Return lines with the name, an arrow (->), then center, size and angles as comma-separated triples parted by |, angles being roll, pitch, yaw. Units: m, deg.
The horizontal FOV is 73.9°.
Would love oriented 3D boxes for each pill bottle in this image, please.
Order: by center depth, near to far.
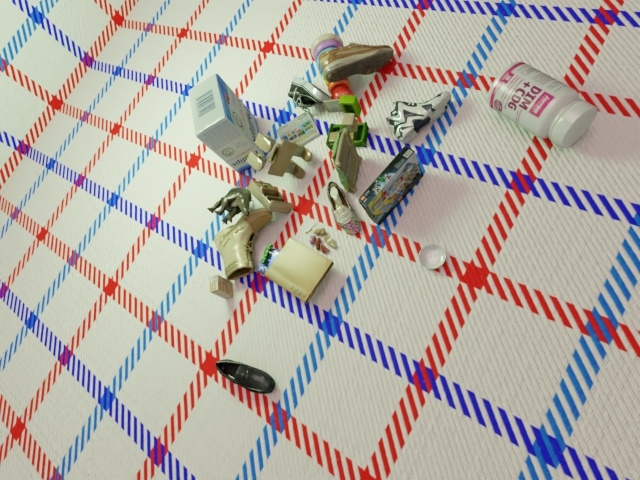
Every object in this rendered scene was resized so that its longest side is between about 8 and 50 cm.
pill bottle -> 0.674, -0.416, 1.305 | 0.160, 0.160, 0.283 | -42, 57, 3

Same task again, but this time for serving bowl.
serving bowl -> 0.349, 0.053, 1.323 | 0.084, 0.027, 0.083 | -9, 64, 20

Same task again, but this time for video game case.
video game case -> -0.094, -0.447, 1.755 | 0.157, 0.019, 0.143 | -30, 59, 9

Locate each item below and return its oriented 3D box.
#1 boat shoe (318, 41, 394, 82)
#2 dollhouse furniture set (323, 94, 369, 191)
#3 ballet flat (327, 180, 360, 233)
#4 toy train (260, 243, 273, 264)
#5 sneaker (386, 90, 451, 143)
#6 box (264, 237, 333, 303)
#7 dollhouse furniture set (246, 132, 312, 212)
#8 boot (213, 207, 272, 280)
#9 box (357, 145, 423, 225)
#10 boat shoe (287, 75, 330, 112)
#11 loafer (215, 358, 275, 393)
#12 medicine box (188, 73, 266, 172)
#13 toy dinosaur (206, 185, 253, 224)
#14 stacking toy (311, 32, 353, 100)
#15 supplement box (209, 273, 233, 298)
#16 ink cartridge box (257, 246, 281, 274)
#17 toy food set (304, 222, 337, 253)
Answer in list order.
boat shoe -> 0.139, -0.712, 1.639 | 0.325, 0.123, 0.116 | -22, 76, -24
dollhouse furniture set -> 0.057, -0.338, 1.531 | 0.152, 0.197, 0.301 | 3, 68, 24
ballet flat -> 0.070, -0.120, 1.497 | 0.077, 0.079, 0.221 | -29, 59, 10
toy train -> -0.194, 0.048, 1.526 | 0.024, 0.017, 0.083 | 10, 70, 39
sneaker -> 0.337, -0.475, 1.524 | 0.235, 0.094, 0.153 | -44, 65, 13
box -> -0.075, 0.097, 1.444 | 0.201, 0.021, 0.164 | 29, 79, 33
dollhouse furniture set -> -0.150, -0.248, 1.585 | 0.161, 0.212, 0.242 | 44, 116, 34
boot -> -0.267, 0.014, 1.581 | 0.262, 0.095, 0.203 | -30, 58, 12
box -> 0.234, -0.175, 1.399 | 0.233, 0.159, 0.044 | -48, 59, -2
boat shoe -> -0.061, -0.582, 1.716 | 0.104, 0.113, 0.306 | -58, 39, 13
loafer -> -0.251, 0.444, 1.391 | 0.223, 0.078, 0.076 | 12, 74, 28
medicine box -> -0.377, -0.470, 1.733 | 0.149, 0.289, 0.263 | -26, 60, 15
toy dinosaur -> -0.314, -0.143, 1.559 | 0.160, 0.121, 0.313 | -54, 15, -14
stacking toy -> 0.056, -0.674, 1.726 | 0.141, 0.141, 0.330 | -19, 65, 16
supplement box -> -0.361, 0.170, 1.553 | 0.036, 0.098, 0.062 | -19, 62, 16
ink cartridge box -> -0.116, 0.091, 1.507 | 0.207, 0.046, 0.097 | 10, 71, 28
toy food set -> 0.000, 0.000, 1.513 | 0.078, 0.019, 0.122 | -39, 65, 5
